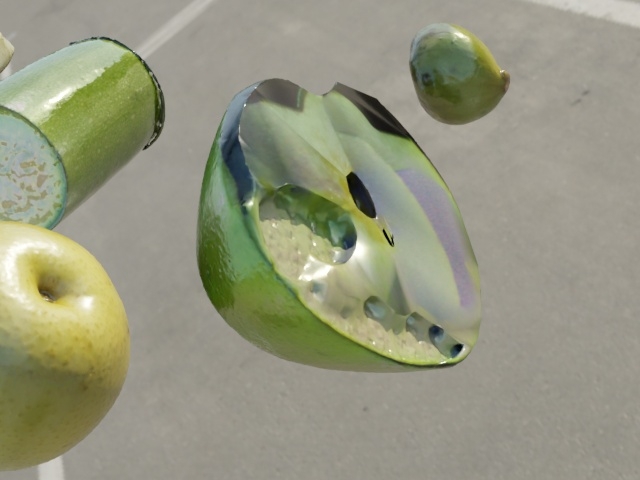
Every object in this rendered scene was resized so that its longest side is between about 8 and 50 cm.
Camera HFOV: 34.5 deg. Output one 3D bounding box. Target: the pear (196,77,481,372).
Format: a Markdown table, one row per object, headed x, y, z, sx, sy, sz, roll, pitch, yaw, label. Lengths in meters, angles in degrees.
| x | y | z | sx | sy | sz | roll | pitch | yaw | label |
| --- | --- | --- | --- | --- | --- | --- | --- | --- | --- |
| -0.001 | 0.005 | 1.201 | 0.165 | 0.399 | 0.398 | -33 | 25 | 34 | pear |

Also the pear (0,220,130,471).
| x | y | z | sx | sy | sz | roll | pitch | yaw | label |
| --- | --- | --- | --- | --- | --- | --- | --- | --- | --- |
| -0.428 | 0.141 | 1.390 | 0.348 | 0.348 | 0.348 | -30 | 28 | 18 | pear |

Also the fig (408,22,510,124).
| x | y | z | sx | sy | sz | roll | pitch | yaw | label |
| --- | --- | --- | --- | --- | --- | --- | --- | --- | --- |
| 0.182 | -0.231 | 1.437 | 0.121 | 0.153 | 0.136 | -40 | -9 | 11 | fig |

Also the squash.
| x | y | z | sx | sy | sz | roll | pitch | yaw | label |
| --- | --- | --- | --- | --- | --- | --- | --- | --- | --- |
| -0.475 | -0.206 | 1.891 | 0.263 | 0.263 | 0.384 | -22 | 18 | 31 | squash |

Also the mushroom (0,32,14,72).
| x | y | z | sx | sy | sz | roll | pitch | yaw | label |
| --- | --- | --- | --- | --- | --- | --- | --- | --- | --- |
| -0.517 | -0.253 | 1.553 | 0.071 | 0.084 | 0.209 | -44 | 18 | 40 | mushroom |
